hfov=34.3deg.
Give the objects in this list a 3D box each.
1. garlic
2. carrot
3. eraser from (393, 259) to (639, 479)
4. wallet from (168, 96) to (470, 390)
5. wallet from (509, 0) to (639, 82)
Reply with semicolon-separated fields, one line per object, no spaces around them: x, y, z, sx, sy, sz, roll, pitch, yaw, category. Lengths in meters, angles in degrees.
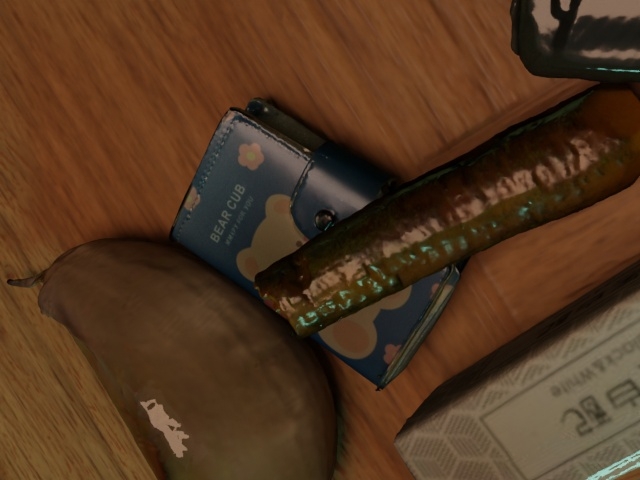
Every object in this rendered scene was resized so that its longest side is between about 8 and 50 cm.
-0.134;0.103;0.815;0.338;0.151;0.196;43;137;9;garlic
0.082;-0.014;0.639;0.260;0.070;0.070;-28;94;9;carrot
0.219;0.054;0.616;0.404;0.098;0.096;-40;87;34;eraser
0.001;0.000;0.742;0.202;0.059;0.141;35;122;12;wallet
0.192;-0.207;0.565;0.169;0.052;0.245;10;111;22;wallet
